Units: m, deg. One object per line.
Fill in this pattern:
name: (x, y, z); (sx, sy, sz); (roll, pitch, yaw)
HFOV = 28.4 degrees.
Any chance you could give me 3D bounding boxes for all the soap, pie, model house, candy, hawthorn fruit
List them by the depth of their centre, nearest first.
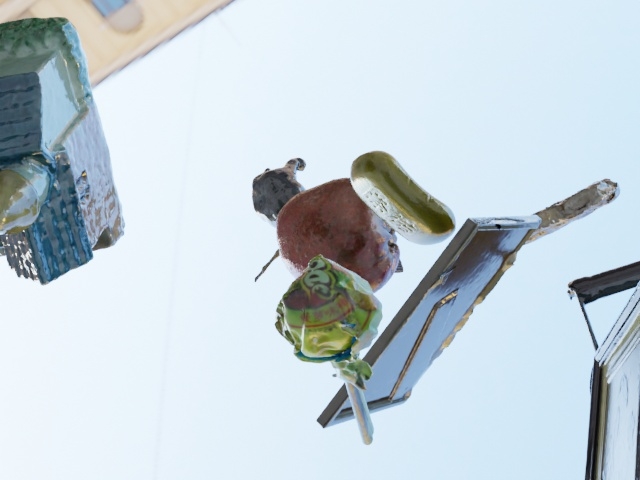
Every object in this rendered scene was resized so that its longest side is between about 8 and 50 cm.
candy: (0.023, 0.106, 1.038); (0.077, 0.262, 0.073); (15, -120, 20)
model house: (-0.342, -0.069, 1.318); (0.194, 0.267, 0.325); (-9, -159, 2)
soap: (0.091, -0.045, 1.434); (0.045, 0.140, 0.089); (-51, -174, -23)
hawthorn fruit: (0.000, 0.000, 1.653); (0.204, 0.162, 0.162); (-2, -136, 14)
pie: (0.404, -0.048, 2.073); (0.195, 0.046, 0.195); (-26, 175, -2)

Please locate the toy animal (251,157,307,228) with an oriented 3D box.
toy animal: (0.004, -0.026, 1.863); (0.269, 0.137, 0.082); (41, -56, 24)

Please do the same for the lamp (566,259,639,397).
lamp: (0.475, 0.223, 1.701); (0.205, 0.272, 0.374); (-19, -104, 9)

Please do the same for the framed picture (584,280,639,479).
framed picture: (0.211, 0.140, 0.902); (0.010, 0.199, 0.195); (8, -112, 4)

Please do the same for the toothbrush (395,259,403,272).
toothbrush: (0.091, -0.041, 2.173); (0.031, 0.023, 0.321); (-1, -144, -14)

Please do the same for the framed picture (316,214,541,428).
framed picture: (0.124, 0.085, 1.364); (0.019, 0.209, 0.281); (43, -71, 21)
